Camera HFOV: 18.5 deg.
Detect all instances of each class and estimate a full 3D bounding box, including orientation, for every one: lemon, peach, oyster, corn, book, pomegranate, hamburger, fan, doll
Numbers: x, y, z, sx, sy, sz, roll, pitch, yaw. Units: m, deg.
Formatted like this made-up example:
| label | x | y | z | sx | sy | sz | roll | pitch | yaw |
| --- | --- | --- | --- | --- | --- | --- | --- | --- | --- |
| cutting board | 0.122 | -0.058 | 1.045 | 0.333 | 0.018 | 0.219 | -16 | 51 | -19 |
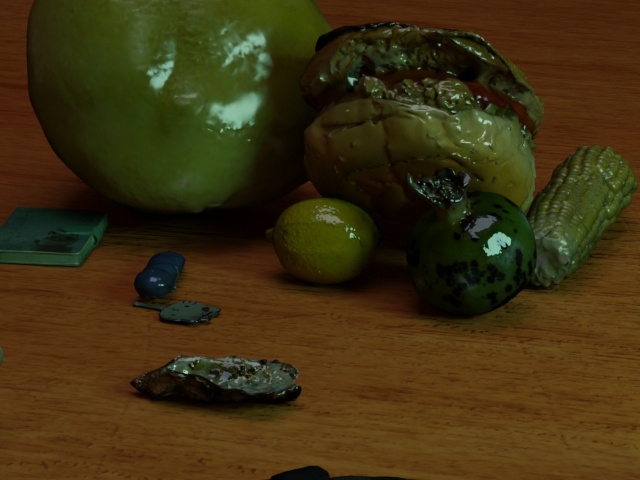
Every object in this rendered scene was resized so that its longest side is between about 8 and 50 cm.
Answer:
| label | x | y | z | sx | sy | sz | roll | pitch | yaw |
| --- | --- | --- | --- | --- | --- | --- | --- | --- | --- |
| lemon | 0.000 | 0.000 | 1.844 | 0.111 | 0.082 | 0.082 | 2 | 18 | 13 |
| peach | -0.140 | -0.167 | 2.017 | 0.316 | 0.314 | 0.281 | -2 | -14 | -7 |
| oyster | -0.080 | 0.113 | 1.587 | 0.132 | 0.029 | 0.086 | 9 | 14 | 29 |
| corn | 0.254 | -0.029 | 1.951 | 0.086 | 0.086 | 0.288 | 8 | 22 | 18 |
| book | -0.267 | -0.006 | 1.943 | 0.103 | 0.017 | 0.135 | 3 | 19 | 6 |
| pomegranate | 0.128 | -0.005 | 1.767 | 0.122 | 0.161 | 0.122 | -22 | 28 | 13 |
| hamburger | 0.095 | -0.099 | 1.875 | 0.244 | 0.163 | 0.244 | 11 | -17 | 3 |
| fan | -0.132 | 0.062 | 1.769 | 0.083 | 0.004 | 0.056 | 8 | 17 | 21 |
| doll | -0.148 | 0.030 | 1.830 | 0.037 | 0.027 | 0.125 | -3 | 12 | 6 |

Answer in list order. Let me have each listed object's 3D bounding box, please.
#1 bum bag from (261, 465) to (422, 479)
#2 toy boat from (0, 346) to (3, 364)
| label | x | y | z | sx | sy | sz | roll | pitch | yaw |
| --- | --- | --- | --- | --- | --- | --- | --- | --- | --- |
| bum bag | -0.039 | 0.196 | 1.248 | 0.340 | 0.095 | 0.144 | -4 | 5 | -21 |
| toy boat | -0.334 | 0.105 | 1.526 | 0.185 | 0.071 | 0.089 | 5 | 18 | 12 |
